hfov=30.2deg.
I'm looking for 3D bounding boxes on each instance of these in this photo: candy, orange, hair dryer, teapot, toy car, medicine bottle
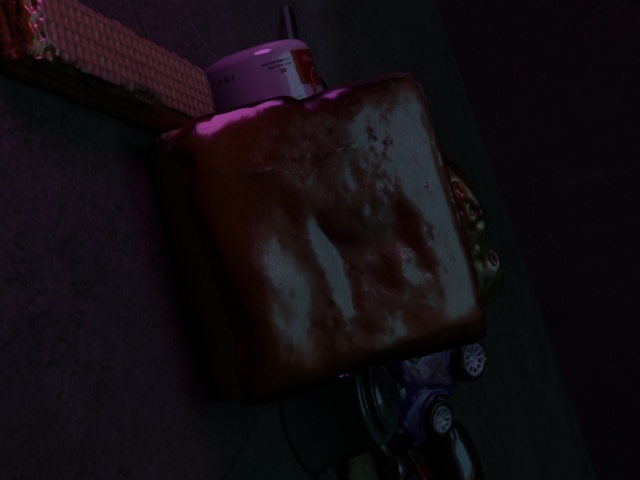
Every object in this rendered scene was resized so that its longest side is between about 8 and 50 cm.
[{"bbox_3d":[-0.042,-0.278,1.855,0.323,0.097,0.097,-98,162,-48],"label":"candy"},{"bbox_3d":[0.161,-0.006,1.952,0.271,0.210,0.369,35,-23,52],"label":"orange"},{"bbox_3d":[0.217,0.422,2.014,0.340,0.123,0.313,-67,150,-78],"label":"hair dryer"},{"bbox_3d":[0.047,0.223,1.559,0.162,0.148,0.239,28,48,-67],"label":"teapot"},{"bbox_3d":[0.113,0.180,1.705,0.158,0.172,0.235,49,58,-31],"label":"toy car"},{"bbox_3d":[-0.045,-0.100,1.522,0.289,0.157,0.157,71,18,0],"label":"medicine bottle"}]

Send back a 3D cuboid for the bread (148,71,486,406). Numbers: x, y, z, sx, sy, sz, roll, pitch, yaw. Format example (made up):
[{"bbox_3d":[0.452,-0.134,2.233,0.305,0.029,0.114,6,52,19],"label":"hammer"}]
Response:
[{"bbox_3d":[0.000,0.000,1.364,0.143,0.323,0.333,-16,-89,65],"label":"bread"}]

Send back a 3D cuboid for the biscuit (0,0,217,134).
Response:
[{"bbox_3d":[-0.219,-0.185,1.271,0.378,0.054,0.094,15,60,-69],"label":"biscuit"}]

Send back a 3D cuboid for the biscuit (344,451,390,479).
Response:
[{"bbox_3d":[0.094,0.386,1.679,0.220,0.033,0.220,56,12,-18],"label":"biscuit"}]

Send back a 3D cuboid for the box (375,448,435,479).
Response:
[{"bbox_3d":[0.130,0.342,1.745,0.112,0.048,0.175,52,3,-30],"label":"box"}]
